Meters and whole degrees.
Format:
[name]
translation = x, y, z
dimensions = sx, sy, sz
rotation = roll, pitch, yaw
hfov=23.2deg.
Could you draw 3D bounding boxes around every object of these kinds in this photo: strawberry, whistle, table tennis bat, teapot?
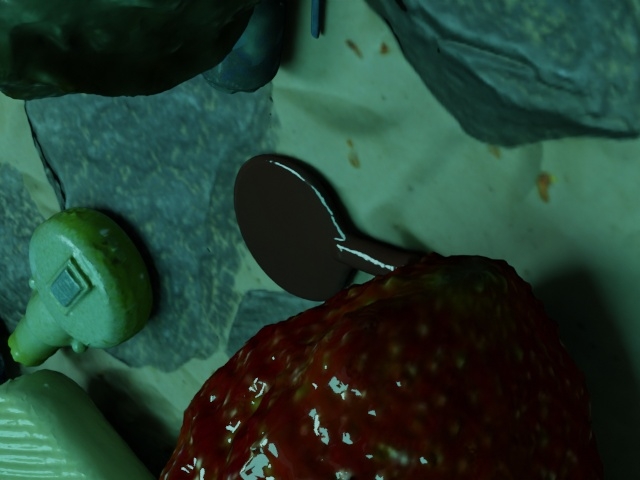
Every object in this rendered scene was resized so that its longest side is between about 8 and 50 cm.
[strawberry]
translation = 0.038, 0.132, 0.812
dimensions = 0.257, 0.257, 0.277
rotation = 28, 124, 32
[whistle]
translation = -0.189, 0.047, 1.144
dimensions = 0.104, 0.057, 0.198
rotation = 55, 141, 3
[table tennis bat]
translation = 0.000, 0.000, 0.940
dimensions = 0.154, 0.019, 0.098
rotation = 20, 128, 41
[teapot]
translation = -0.038, -0.120, 0.869
dimensions = 0.063, 0.049, 0.083
rotation = 36, 137, 25

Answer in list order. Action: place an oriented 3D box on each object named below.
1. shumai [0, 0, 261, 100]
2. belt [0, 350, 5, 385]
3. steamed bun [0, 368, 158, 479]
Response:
[shumai]
translation = -0.077, -0.236, 0.655
dimensions = 0.263, 0.304, 0.309
rotation = -25, 98, 41
[belt]
translation = -0.341, 0.092, 1.322
dimensions = 0.190, 0.082, 0.141
rotation = 16, 124, 41
[steamed bun]
translation = -0.194, 0.218, 1.199
dimensions = 0.170, 0.152, 0.239
rotation = -39, 84, 13
